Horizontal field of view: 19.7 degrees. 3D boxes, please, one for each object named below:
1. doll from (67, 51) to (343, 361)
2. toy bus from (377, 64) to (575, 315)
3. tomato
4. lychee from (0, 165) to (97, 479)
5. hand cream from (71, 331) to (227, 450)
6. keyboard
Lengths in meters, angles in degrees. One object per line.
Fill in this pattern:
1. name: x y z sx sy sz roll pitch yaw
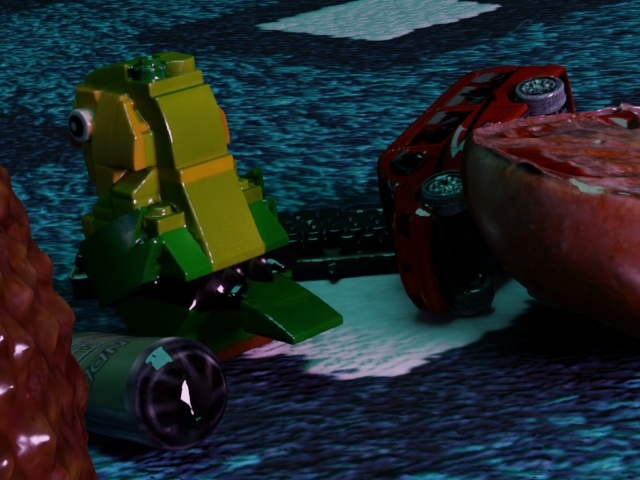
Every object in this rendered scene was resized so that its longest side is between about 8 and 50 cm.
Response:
1. doll: -0.077 -0.015 1.015 0.106 0.186 0.134 -20 -6 -39
2. toy bus: 0.087 -0.034 1.111 0.089 0.081 0.195 7 35 32
3. tomato: 0.186 -0.005 0.995 0.236 0.095 0.237 7 17 -2
4. lychee: -0.184 0.083 0.609 0.236 0.271 0.236 20 -16 6
5. hand cream: -0.129 0.069 0.960 0.086 0.055 0.235 -14 12 -36
6. keyboard: 0.000 0.000 1.182 0.317 0.027 0.106 -4 17 0
